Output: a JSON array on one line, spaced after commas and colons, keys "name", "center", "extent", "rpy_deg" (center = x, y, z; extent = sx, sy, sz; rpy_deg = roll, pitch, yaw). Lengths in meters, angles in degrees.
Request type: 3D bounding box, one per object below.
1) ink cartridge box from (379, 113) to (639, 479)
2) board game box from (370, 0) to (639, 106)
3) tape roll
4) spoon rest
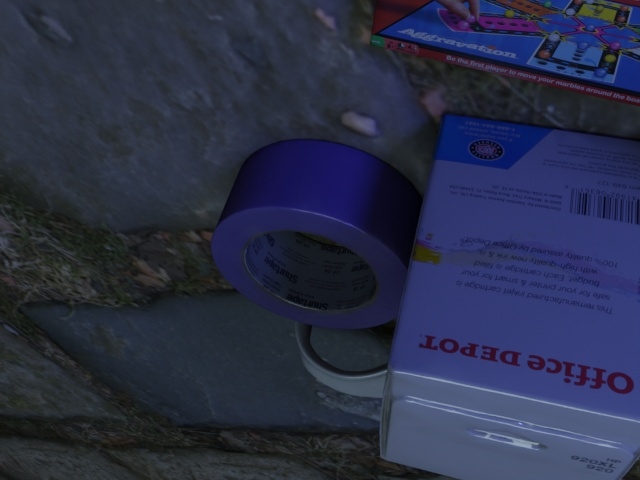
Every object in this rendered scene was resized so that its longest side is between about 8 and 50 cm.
[{"name": "ink cartridge box", "center": [0.151, 0.053, 0.611], "extent": [0.171, 0.232, 0.168], "rpy_deg": [11, 145, 10]}, {"name": "board game box", "center": [0.177, -0.151, 0.496], "extent": [0.281, 0.027, 0.145], "rpy_deg": [14, 145, 6]}, {"name": "tape roll", "center": [0.000, 0.000, 0.742], "extent": [0.189, 0.080, 0.189], "rpy_deg": [12, 147, 8]}, {"name": "spoon rest", "center": [0.099, 0.139, 0.891], "extent": [0.277, 0.084, 0.137], "rpy_deg": [9, 145, 14]}]
